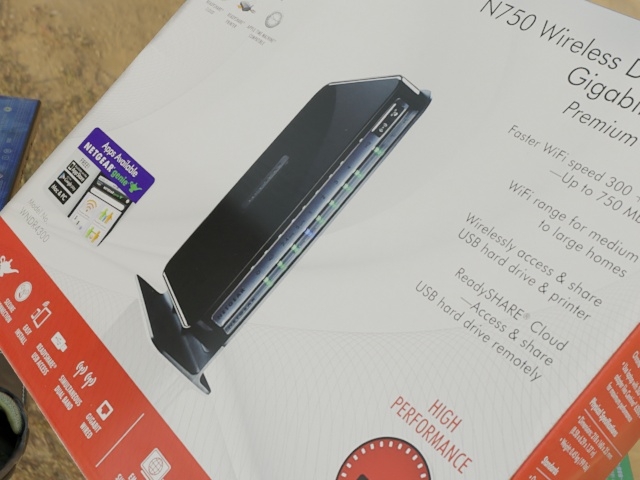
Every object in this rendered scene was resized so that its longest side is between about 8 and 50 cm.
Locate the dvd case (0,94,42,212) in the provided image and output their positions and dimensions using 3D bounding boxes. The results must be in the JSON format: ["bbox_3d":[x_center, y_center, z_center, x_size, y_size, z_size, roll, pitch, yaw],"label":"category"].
[{"bbox_3d":[-0.372,-0.076,0.722,0.252,0.022,0.180,6,40,-10],"label":"dvd case"}]

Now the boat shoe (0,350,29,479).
[{"bbox_3d":[-0.271,0.154,0.720,0.080,0.073,0.224,28,22,-20],"label":"boat shoe"}]

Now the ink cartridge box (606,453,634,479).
[{"bbox_3d":[0.115,0.157,0.693,0.219,0.093,0.160,1,43,3],"label":"ink cartridge box"}]

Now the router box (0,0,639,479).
[{"bbox_3d":[0.000,0.000,0.436,0.301,0.082,0.335,-50,50,-3],"label":"router box"}]
